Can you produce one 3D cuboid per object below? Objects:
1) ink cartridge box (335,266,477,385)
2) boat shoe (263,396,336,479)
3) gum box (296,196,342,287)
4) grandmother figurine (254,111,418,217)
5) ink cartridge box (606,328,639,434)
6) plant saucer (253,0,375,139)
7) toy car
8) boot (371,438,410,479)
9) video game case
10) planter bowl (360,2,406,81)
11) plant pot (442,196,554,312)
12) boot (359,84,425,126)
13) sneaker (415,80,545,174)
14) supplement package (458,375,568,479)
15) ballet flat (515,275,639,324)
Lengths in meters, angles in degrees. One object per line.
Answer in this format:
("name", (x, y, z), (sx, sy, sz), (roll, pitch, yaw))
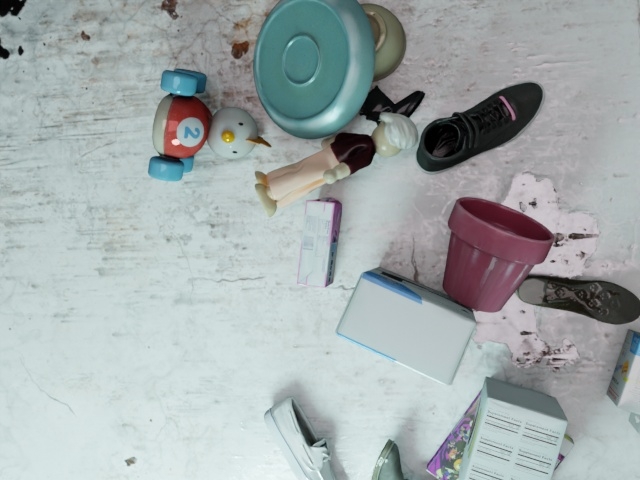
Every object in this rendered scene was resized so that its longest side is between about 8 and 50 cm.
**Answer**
("ink cartridge box", (0.174, 0.152, 1.382), (0.223, 0.307, 0.129), (23, 94, 10))
("boat shoe", (-0.021, 0.459, 1.538), (0.084, 0.095, 0.258), (-37, 86, 14))
("gum box", (0.000, 0.000, 1.510), (0.062, 0.107, 0.188), (7, 94, 10))
("grandmother figurine", (0.036, -0.166, 1.461), (0.342, 0.207, 0.104), (-22, 127, 8))
("ink cartridge box", (0.618, 0.276, 1.402), (0.062, 0.104, 0.181), (17, 95, 10))
("plant saucer", (-0.030, -0.368, 1.465), (0.318, 0.044, 0.317), (5, 98, 38))
("toy car", (-0.220, -0.231, 1.509), (0.238, 0.210, 0.219), (11, 105, -2))
("boot", (0.211, 0.521, 1.485), (0.209, 0.076, 0.189), (20, 127, 19))
("video game case", (0.372, 0.448, 1.488), (0.210, 0.042, 0.232), (35, 98, 9))
("planter bowl", (0.093, -0.418, 1.477), (0.162, 0.109, 0.162), (1, 93, 11))
("plant pot", (0.334, 0.035, 1.416), (0.201, 0.201, 0.180), (21, 111, 9))
("boot", (0.148, -0.290, 1.506), (0.099, 0.045, 0.121), (41, 99, 10))
("sneaker", (0.321, -0.229, 1.421), (0.296, 0.147, 0.104), (-31, 84, 9))
("supplement package", (0.362, 0.395, 1.367), (0.149, 0.194, 0.203), (16, 94, 11))
("ballet flat", (0.520, 0.117, 1.447), (0.250, 0.058, 0.084), (8, 89, 5))
